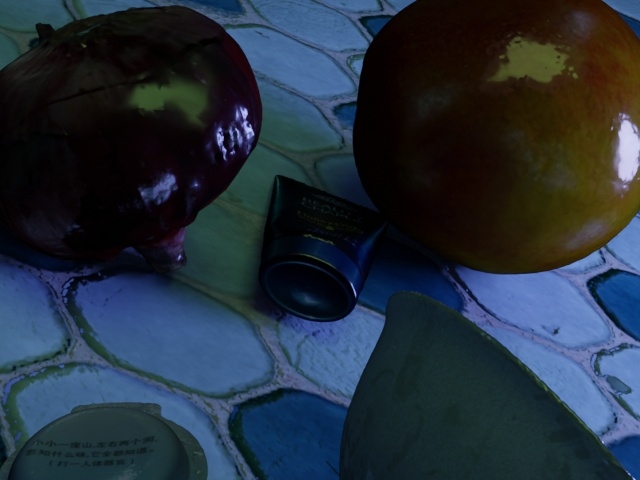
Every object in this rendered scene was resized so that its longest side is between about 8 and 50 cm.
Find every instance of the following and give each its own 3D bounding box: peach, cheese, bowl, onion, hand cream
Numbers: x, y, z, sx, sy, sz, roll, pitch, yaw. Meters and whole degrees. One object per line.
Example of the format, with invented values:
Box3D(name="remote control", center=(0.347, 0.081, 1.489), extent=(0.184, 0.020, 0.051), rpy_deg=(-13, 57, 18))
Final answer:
Box3D(name="peach", center=(0.172, -0.107, 1.595), extent=(0.308, 0.308, 0.332), rpy_deg=(34, 31, 19))
Box3D(name="cheese", center=(-0.139, 0.168, 1.015), extent=(0.135, 0.052, 0.245), rpy_deg=(-3, 29, 3))
Box3D(name="bowl", center=(0.099, 0.196, 1.060), extent=(0.313, 0.146, 0.313), rpy_deg=(47, -11, 12))
Box3D(name="onion", center=(-0.153, -0.073, 1.337), extent=(0.252, 0.252, 0.219), rpy_deg=(-90, 157, -64))
Box3D(name="hand cream", center=(0.000, 0.000, 1.506), extent=(0.120, 0.061, 0.270), rpy_deg=(20, 17, -1))
